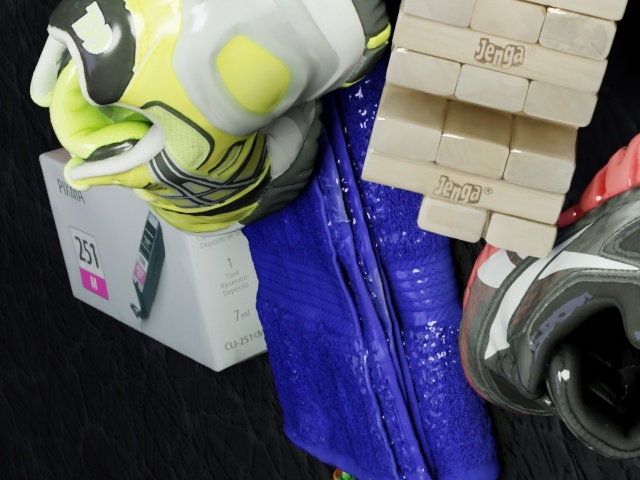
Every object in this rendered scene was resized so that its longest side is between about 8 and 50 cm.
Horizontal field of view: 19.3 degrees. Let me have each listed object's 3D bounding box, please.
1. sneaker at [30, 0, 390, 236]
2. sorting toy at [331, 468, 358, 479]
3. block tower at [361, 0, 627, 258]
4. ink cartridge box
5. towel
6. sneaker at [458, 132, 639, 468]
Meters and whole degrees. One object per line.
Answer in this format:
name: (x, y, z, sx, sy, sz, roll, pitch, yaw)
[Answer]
sneaker: (-0.081, -0.086, 0.980, 0.145, 0.147, 0.385, 64, 165, 11)
sorting toy: (0.037, 0.163, 1.228, 0.102, 0.061, 0.042, 24, 123, 55)
block tower: (0.093, -0.158, 0.754, 0.097, 0.091, 0.335, -76, -1, -57)
ink cartridge box: (-0.139, -0.048, 1.426, 0.275, 0.060, 0.239, 20, 126, 58)
towel: (0.000, 0.000, 1.165, 0.227, 0.076, 0.308, 10, 117, 60)
sneaker: (0.124, 0.044, 0.868, 0.097, 0.135, 0.276, 29, 154, -9)
